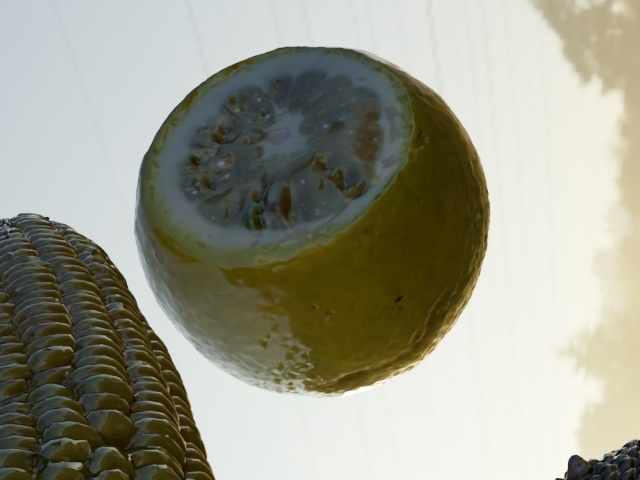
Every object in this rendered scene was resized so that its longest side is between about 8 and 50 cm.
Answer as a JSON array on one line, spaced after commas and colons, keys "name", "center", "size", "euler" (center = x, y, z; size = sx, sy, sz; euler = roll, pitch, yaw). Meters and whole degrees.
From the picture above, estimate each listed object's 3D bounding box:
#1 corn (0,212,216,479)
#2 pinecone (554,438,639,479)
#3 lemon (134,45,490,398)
[{"name": "corn", "center": [-0.096, 0.063, 0.536], "size": [0.313, 0.102, 0.102], "euler": [-118, 25, -62]}, {"name": "pinecone", "center": [0.156, 0.142, 0.677], "size": [0.102, 0.109, 0.102], "euler": [-34, -37, -31]}, {"name": "lemon", "center": [0.000, 0.000, 1.017], "size": [0.219, 0.240, 0.240], "euler": [66, -147, -51]}]
